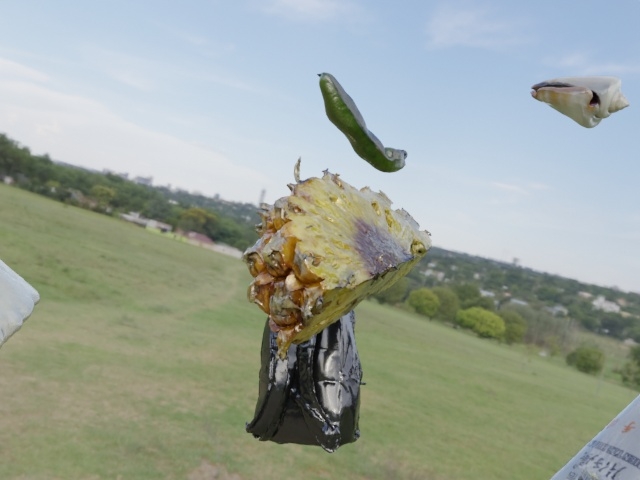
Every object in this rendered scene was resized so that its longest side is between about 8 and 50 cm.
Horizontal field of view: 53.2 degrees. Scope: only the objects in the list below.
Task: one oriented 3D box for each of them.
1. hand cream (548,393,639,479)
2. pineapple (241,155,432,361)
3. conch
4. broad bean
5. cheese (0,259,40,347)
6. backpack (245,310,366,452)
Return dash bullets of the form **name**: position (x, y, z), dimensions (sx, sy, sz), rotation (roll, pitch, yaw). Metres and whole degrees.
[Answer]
- **hand cream**: position (0.402, 0.248, 0.786), dimensions (0.089, 0.314, 0.139), rotation (57, -19, -12)
- **pineapple**: position (0.001, -0.001, 0.559), dimensions (0.135, 0.079, 0.233), rotation (47, 30, 11)
- **conch**: position (0.457, -0.261, 1.136), dimensions (0.176, 0.104, 0.094), rotation (35, -26, 25)
- **broad bean**: position (0.056, -0.148, 0.879), dimensions (0.046, 0.061, 0.195), rotation (-21, -43, 39)
- **cheese**: position (-0.409, 0.107, 0.507), dimensions (0.153, 0.332, 0.292), rotation (51, -3, -19)
- **backpack**: position (-0.008, 0.144, 0.707), dimensions (0.120, 0.165, 0.106), rotation (0, -19, 28)
